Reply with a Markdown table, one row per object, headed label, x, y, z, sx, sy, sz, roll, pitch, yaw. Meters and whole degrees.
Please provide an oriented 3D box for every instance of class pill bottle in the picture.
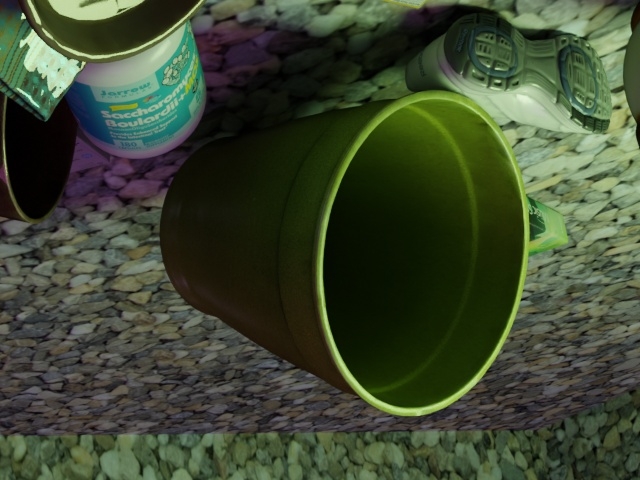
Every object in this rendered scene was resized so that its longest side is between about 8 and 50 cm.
| label | x | y | z | sx | sy | sz | roll | pitch | yaw |
| --- | --- | --- | --- | --- | --- | --- | --- | --- | --- |
| pill bottle | -0.199 | -0.194 | 1.331 | 0.146 | 0.146 | 0.264 | -8 | 160 | 0 |

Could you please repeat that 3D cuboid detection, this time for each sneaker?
| label | x | y | z | sx | sy | sz | roll | pitch | yaw |
| --- | --- | --- | --- | --- | --- | --- | --- | --- | --- |
| sneaker | 0.230 | -0.191 | 1.597 | 0.297 | 0.111 | 0.129 | 16 | 162 | -35 |

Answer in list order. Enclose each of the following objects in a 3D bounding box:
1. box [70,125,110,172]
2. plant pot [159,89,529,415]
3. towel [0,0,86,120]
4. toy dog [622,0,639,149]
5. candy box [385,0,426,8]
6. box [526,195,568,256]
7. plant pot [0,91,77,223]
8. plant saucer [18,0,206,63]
| label | x | y | z | sx | sy | sz | roll | pitch | yaw |
| --- | --- | --- | --- | --- | --- | --- | --- | --- | --- |
| box | -0.360 | -0.124 | 1.618 | 0.145 | 0.038 | 0.186 | -13 | 158 | 15 |
| plant pot | 0.000 | 0.000 | 1.623 | 0.353 | 0.366 | 0.366 | 7 | 175 | 44 |
| towel | -0.227 | -0.269 | 1.023 | 0.040 | 0.271 | 0.370 | 33 | 174 | 26 |
| toy dog | 0.489 | -0.208 | 1.368 | 0.396 | 0.284 | 0.408 | 5 | 158 | -29 |
| candy box | 0.044 | -0.285 | 1.348 | 0.206 | 0.027 | 0.105 | 6 | 158 | -32 |
| box | 0.209 | -0.019 | 2.082 | 0.232 | 0.058 | 0.322 | -21 | 157 | 32 |
| plant pot | -0.395 | -0.132 | 1.383 | 0.231 | 0.215 | 0.215 | 4 | 161 | 8 |
| plant saucer | -0.146 | -0.273 | 1.073 | 0.278 | 0.041 | 0.278 | -41 | 151 | -29 |
